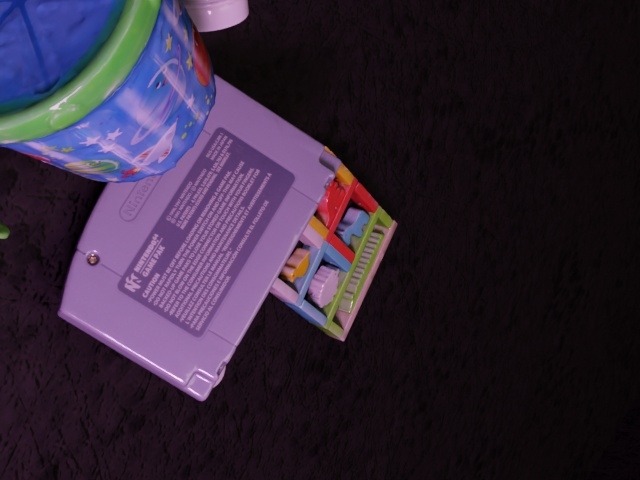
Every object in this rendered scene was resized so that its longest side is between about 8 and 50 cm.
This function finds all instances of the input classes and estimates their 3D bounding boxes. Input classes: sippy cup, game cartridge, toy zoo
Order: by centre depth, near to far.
[{"bbox_3d":[-0.202,-0.157,0.914,0.240,0.305,0.224,70,10,23],"label":"sippy cup"},{"bbox_3d":[-0.128,-0.013,1.115,0.297,0.198,0.062,-60,-175,-18],"label":"game cartridge"},{"bbox_3d":[0.000,0.000,1.443,0.293,0.030,0.192,44,68,-55],"label":"toy zoo"}]

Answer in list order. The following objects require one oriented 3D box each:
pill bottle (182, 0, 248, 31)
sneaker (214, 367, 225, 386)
[{"bbox_3d":[-0.120,-0.306,1.051,0.108,0.108,0.193,-39,135,-41],"label":"pill bottle"},{"bbox_3d":[-0.127,0.080,1.211,0.090,0.115,0.232,-38,134,-42],"label":"sneaker"}]
